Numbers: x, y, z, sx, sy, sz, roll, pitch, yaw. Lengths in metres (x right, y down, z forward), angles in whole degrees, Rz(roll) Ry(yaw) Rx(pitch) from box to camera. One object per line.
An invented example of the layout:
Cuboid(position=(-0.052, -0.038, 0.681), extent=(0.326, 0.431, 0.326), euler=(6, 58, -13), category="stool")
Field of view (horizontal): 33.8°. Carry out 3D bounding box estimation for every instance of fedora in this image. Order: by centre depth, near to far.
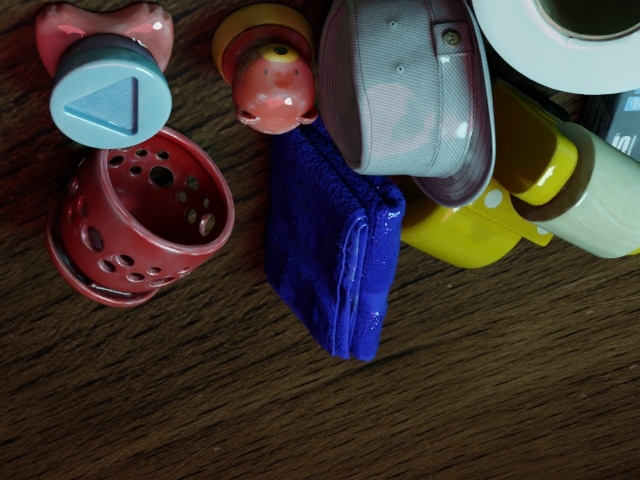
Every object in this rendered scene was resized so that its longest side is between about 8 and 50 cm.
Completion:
Cuboid(position=(0.073, -0.163, 1.111), extent=(0.124, 0.275, 0.244), euler=(-8, -179, -19), category="fedora")

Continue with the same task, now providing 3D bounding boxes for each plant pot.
Cuboid(position=(-0.227, -0.021, 1.277), extent=(0.191, 0.191, 0.174), euler=(21, 133, -34), category="plant pot")

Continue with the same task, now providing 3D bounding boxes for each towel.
Cuboid(position=(0.000, 0.000, 1.335), extent=(0.076, 0.227, 0.308), euler=(-29, 148, -28), category="towel")

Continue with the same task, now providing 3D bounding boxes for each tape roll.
Cuboid(position=(0.274, -0.289, 1.031), extent=(0.246, 0.169, 0.246), euler=(7, 128, 9), category="tape roll")

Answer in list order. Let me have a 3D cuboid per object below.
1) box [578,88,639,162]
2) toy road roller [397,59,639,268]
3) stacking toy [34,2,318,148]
Cuboid(position=(0.508, -0.220, 1.295), extent=(0.318, 0.097, 0.395), euler=(-2, 139, -7), category="box")
Cuboid(position=(0.213, -0.055, 1.243), extent=(0.202, 0.329, 0.240), euler=(23, 108, -35), category="toy road roller")
Cuboid(position=(-0.152, -0.214, 1.109), extent=(0.309, 0.130, 0.279), euler=(-9, 141, -4), category="stacking toy")
